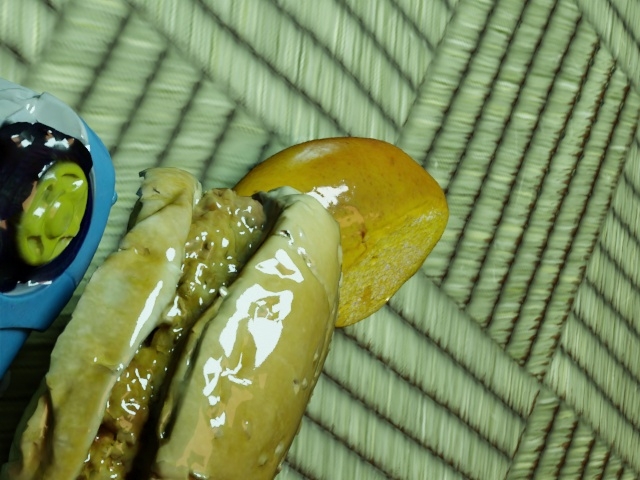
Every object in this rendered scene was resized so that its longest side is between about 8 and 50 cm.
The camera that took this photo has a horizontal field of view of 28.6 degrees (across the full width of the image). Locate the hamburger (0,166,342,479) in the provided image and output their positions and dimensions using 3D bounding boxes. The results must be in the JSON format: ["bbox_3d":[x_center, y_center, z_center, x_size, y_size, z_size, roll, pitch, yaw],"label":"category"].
[{"bbox_3d":[-0.083,0.098,0.727,0.144,0.283,0.259,24,66,-5],"label":"hamburger"}]

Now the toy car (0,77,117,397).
[{"bbox_3d":[-0.233,0.047,0.624,0.314,0.198,0.166,-65,161,-16],"label":"toy car"}]

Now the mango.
[{"bbox_3d":[-0.005,-0.003,0.915,0.217,0.102,0.141,-23,136,-40],"label":"mango"}]
